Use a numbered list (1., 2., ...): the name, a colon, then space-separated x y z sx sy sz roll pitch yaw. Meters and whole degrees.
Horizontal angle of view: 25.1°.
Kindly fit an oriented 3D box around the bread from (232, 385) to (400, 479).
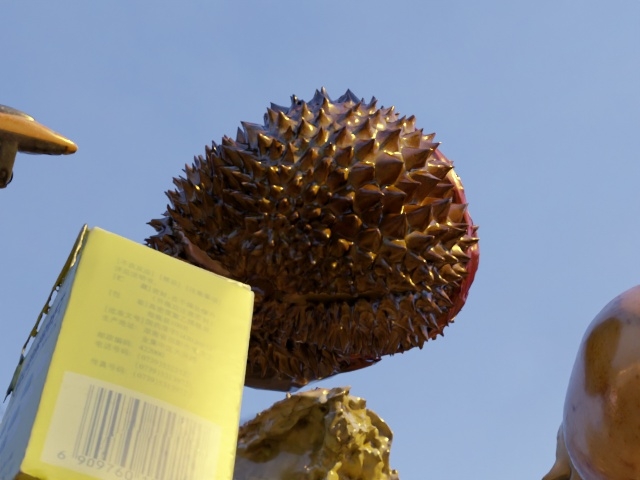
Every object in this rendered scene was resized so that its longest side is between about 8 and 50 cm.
1. bread: -0.054 0.273 1.178 0.171 0.314 0.192 25 -21 -9

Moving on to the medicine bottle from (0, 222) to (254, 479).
1. medicine bottle: -0.138 0.126 0.952 0.141 0.250 0.137 22 -55 -12

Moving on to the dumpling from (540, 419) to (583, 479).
1. dumpling: 0.415 0.291 1.985 0.258 0.147 0.193 -39 -34 10

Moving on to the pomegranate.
1. pomegranate: 0.348 0.155 1.329 0.264 0.264 0.264 -1 -52 -1

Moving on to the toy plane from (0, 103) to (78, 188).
1. toy plane: -0.399 -0.114 1.422 0.316 0.204 0.103 21 -100 -21

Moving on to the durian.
1. durian: -0.005 0.002 1.556 0.347 0.384 0.348 5 -72 16
